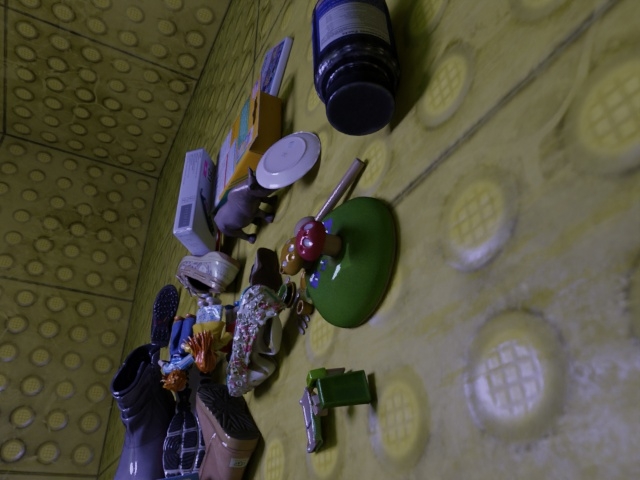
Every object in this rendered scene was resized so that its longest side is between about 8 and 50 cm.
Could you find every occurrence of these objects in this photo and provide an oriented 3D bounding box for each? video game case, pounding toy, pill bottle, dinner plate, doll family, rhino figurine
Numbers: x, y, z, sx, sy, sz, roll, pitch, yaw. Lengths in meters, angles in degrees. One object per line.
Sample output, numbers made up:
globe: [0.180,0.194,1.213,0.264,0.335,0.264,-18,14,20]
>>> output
video game case: [-0.140,-0.433,1.344,0.183,0.023,0.201,17,91,66]
pounding toy: [0.000,0.000,0.678,0.183,0.110,0.237,-58,29,32]
pill bottle: [0.049,-0.261,0.712,0.123,0.123,0.219,-46,37,46]
dinner plate: [-0.065,-0.157,0.934,0.141,0.017,0.141,-17,48,20]
doll family: [-0.263,0.219,1.009,0.263,0.118,0.163,-28,46,24]
rhino figurine: [-0.149,-0.079,1.048,0.243,0.106,0.073,-45,38,48]
pill bottle: [-0.301,0.176,1.299,0.043,0.043,0.083,-53,32,40]

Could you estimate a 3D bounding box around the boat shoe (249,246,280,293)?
boat shoe: [-0.108,0.075,0.940,0.152,0.056,0.049,-89,17,-55]

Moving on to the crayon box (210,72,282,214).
crayon box: [-0.176,-0.220,1.221,0.323,0.083,0.203,-46,38,48]

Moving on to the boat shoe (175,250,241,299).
boat shoe: [-0.299,0.093,1.236,0.285,0.104,0.089,-20,43,55]

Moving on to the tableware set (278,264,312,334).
tableware set: [-0.043,0.081,0.827,0.104,0.024,0.154,-69,24,12]

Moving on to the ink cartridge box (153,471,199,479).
ink cartridge box: [-0.278,0.561,0.671,0.151,0.270,0.395,-45,52,35]

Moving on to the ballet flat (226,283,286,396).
ballet flat: [-0.107,0.185,0.828,0.091,0.077,0.241,-36,-36,-52]

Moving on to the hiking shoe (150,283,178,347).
hiking shoe: [-0.575,0.267,1.784,0.114,0.086,0.227,3,80,62]

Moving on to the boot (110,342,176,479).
boot: [-0.384,0.385,1.010,0.338,0.118,0.223,-104,7,-62]

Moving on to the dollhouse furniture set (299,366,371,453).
dollhouse furniture set: [0.015,0.209,0.627,0.152,0.058,0.076,105,157,-52]

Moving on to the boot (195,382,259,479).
boot: [-0.206,0.427,0.896,0.236,0.089,0.269,28,103,66]

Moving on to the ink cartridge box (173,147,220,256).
ink cartridge box: [-0.301,-0.070,1.340,0.239,0.060,0.275,62,-159,-53]

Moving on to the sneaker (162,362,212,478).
sneaker: [-0.276,0.406,1.080,0.118,0.107,0.279,103,167,-45]
